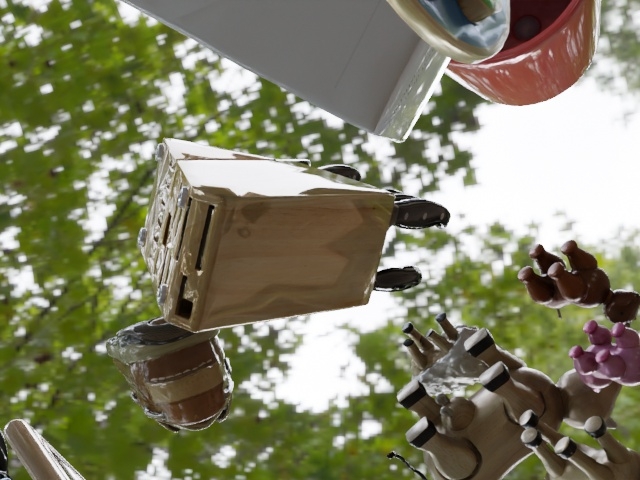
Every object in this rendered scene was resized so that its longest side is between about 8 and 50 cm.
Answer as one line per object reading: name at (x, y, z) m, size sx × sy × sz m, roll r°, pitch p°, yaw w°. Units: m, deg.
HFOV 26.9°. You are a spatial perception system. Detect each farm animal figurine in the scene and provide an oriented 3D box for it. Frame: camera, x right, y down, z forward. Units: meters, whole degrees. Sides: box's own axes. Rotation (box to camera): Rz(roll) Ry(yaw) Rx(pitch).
farm animal figurine at (0.232, 0.182, 1.399) m, size 0.172 × 0.327 × 0.330 m, roll 44°, pitch -147°, yaw -26°

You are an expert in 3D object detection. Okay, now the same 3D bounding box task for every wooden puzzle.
wooden puzzle at (-0.260, 0.329, 1.546) m, size 0.044 × 0.221 × 0.239 m, roll -43°, pitch -41°, yaw -6°

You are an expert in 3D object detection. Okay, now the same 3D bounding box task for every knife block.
knife block at (0.000, 0.000, 0.950) m, size 0.242 × 0.276 × 0.088 m, roll 10°, pitch -79°, yaw -14°

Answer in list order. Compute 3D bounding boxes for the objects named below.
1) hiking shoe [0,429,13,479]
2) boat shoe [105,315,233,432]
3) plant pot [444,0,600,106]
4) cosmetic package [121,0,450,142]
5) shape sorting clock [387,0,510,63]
hiking shoe at (-0.195, 0.170, 0.727) m, size 0.304 × 0.132 × 0.113 m, roll -97°, pitch -18°, yaw -72°
boat shoe at (-0.148, 0.138, 1.362) m, size 0.122 × 0.324 × 0.120 m, roll -19°, pitch -93°, yaw -5°
plant pot at (0.228, -0.298, 1.641) m, size 0.243 × 0.275 × 0.275 m, roll 36°, pitch -121°, yaw -63°
cosmetic package at (-0.070, -0.241, 0.858) m, size 0.217 × 0.385 × 0.156 m, roll -64°, pitch -10°, yaw 7°
shape sorting clock at (0.019, -0.159, 0.460) m, size 0.206 × 0.040 × 0.206 m, roll 52°, pitch -155°, yaw -36°
